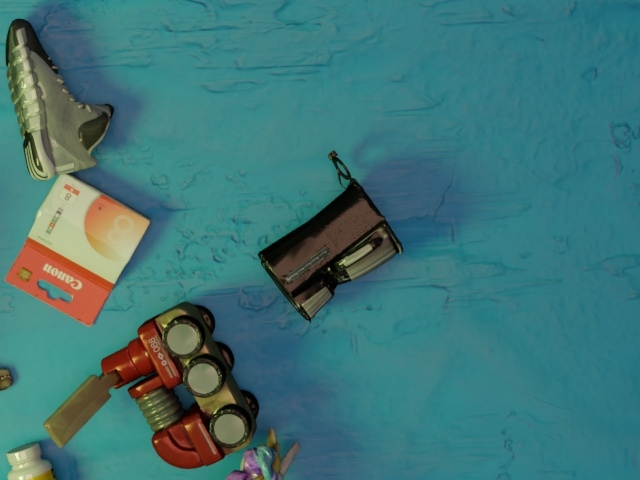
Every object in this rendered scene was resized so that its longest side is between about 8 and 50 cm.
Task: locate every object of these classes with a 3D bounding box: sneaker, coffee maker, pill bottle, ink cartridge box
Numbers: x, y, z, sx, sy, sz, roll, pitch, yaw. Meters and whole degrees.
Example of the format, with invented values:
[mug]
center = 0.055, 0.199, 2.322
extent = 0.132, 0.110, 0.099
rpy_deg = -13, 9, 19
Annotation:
[sneaker]
center = -0.360, -0.201, 1.843
extent = 0.132, 0.086, 0.229
rpy_deg = -10, 87, -24
[coffee maker]
center = 0.000, 0.000, 1.874
extent = 0.178, 0.120, 0.171
rpy_deg = -35, 72, -5
[pill bottle]
center = -0.404, 0.348, 1.859
extent = 0.065, 0.065, 0.116
rpy_deg = -17, 95, -5
[ink cartridge box]
center = -0.345, 0.012, 1.863
extent = 0.145, 0.045, 0.179
rpy_deg = 30, 87, -6

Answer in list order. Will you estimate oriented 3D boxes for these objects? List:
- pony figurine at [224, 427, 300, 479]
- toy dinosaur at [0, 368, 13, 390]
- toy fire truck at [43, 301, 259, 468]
[pony figurine]
center = -0.138, 0.475, 1.814
extent = 0.351, 0.303, 0.363
rpy_deg = -16, 95, -32
[toy dinosaur]
center = -0.561, 0.144, 1.839
extent = 0.268, 0.064, 0.118
rpy_deg = 13, 98, -3
[toy fire truck]
center = -0.238, 0.233, 1.841
extent = 0.246, 0.158, 0.217
rpy_deg = -26, 96, 7
